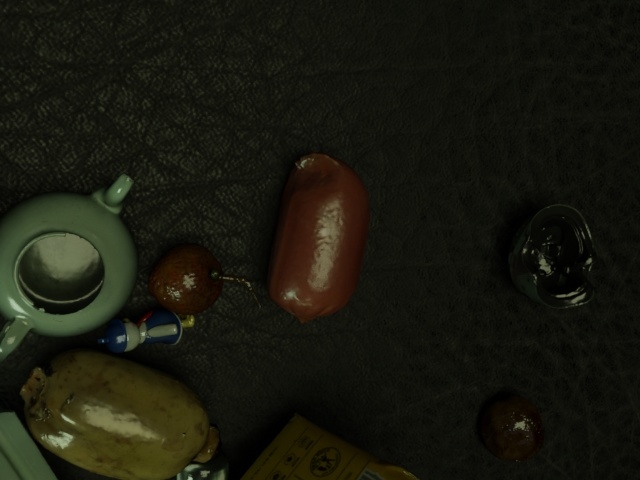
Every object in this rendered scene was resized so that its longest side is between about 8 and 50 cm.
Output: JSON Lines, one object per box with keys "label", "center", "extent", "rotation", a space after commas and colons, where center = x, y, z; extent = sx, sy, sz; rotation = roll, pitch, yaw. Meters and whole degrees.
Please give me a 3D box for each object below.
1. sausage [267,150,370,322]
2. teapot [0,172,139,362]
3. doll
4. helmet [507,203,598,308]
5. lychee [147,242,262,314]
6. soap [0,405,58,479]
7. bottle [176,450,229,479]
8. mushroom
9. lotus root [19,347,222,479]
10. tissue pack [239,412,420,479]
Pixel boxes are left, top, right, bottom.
{"label": "sausage", "center": [0.000, 0.000, 0.942], "extent": [0.148, 0.148, 0.255], "rotation": [15, 92, -22]}
{"label": "teapot", "center": [-0.337, 0.034, 0.828], "extent": [0.193, 0.129, 0.294], "rotation": [36, 85, -21]}
{"label": "doll", "center": [-0.246, 0.127, 0.891], "extent": [0.143, 0.098, 0.058], "rotation": [-8, 91, -46]}
{"label": "helmet", "center": [0.395, 0.033, 1.115], "extent": [0.153, 0.107, 0.177], "rotation": [14, 74, -19]}
{"label": "lychee", "center": [-0.176, 0.054, 0.906], "extent": [0.140, 0.101, 0.114], "rotation": [-22, 137, -4]}
{"label": "soap", "center": [-0.429, 0.336, 0.822], "extent": [0.150, 0.094, 0.262], "rotation": [-41, 124, -41]}
{"label": "bottle", "center": [-0.189, 0.449, 0.979], "extent": [0.096, 0.079, 0.254], "rotation": [2, 99, 6]}
{"label": "mushroom", "center": [0.351, 0.348, 1.169], "extent": [0.127, 0.087, 0.127], "rotation": [1, 101, 3]}
{"label": "lotus root", "center": [-0.268, 0.248, 0.879], "extent": [0.284, 0.160, 0.146], "rotation": [27, 47, -25]}
{"label": "tissue pack", "center": [-0.028, 0.477, 0.868], "extent": [0.382, 0.293, 0.228], "rotation": [-46, 124, -26]}
